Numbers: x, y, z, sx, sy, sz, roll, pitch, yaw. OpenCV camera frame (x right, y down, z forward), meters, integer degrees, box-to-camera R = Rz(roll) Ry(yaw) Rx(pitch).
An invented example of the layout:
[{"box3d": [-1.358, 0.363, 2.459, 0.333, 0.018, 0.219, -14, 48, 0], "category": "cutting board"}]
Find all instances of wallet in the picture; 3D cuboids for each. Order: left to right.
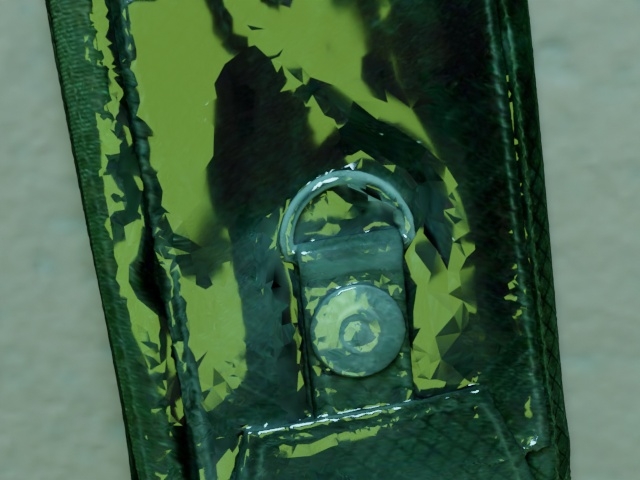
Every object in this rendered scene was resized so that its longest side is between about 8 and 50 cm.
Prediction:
[{"box3d": [0.000, 0.001, 0.570, 0.160, 0.055, 0.236, -9, 108, -3], "category": "wallet"}]
